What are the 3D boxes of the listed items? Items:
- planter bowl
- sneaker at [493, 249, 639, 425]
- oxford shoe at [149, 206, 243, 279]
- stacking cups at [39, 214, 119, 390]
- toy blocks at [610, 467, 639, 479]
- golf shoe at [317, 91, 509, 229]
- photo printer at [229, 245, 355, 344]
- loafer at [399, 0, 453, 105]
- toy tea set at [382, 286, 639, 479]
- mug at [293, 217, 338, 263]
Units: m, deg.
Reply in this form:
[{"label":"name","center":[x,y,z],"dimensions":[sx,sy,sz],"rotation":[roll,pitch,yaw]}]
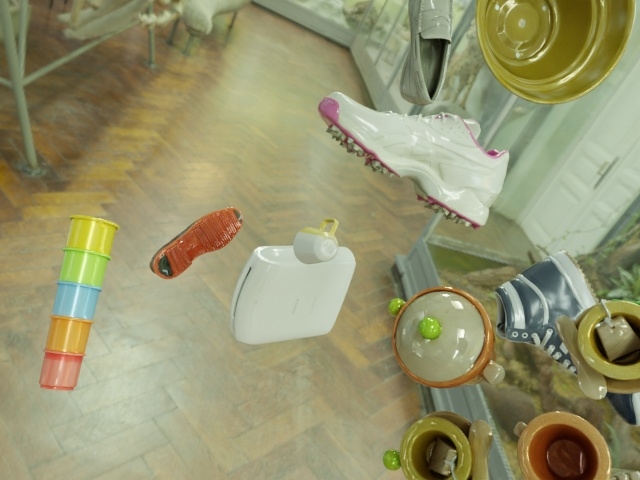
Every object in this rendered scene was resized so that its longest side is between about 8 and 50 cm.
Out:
[{"label":"planter bowl","center":[0.281,-0.287,0.703],"dimensions":[0.217,0.217,0.090],"rotation":[20,9,-15]},{"label":"sneaker","center":[0.378,0.172,0.849],"dimensions":[0.099,0.153,0.282],"rotation":[50,15,-77]},{"label":"oxford shoe","center":[-0.322,-0.005,1.393],"dimensions":[0.271,0.097,0.098],"rotation":[-35,23,-27]},{"label":"stacking cups","center":[-0.457,0.116,1.021],"dimensions":[0.095,0.317,0.096],"rotation":[8,-10,1]},{"label":"toy blocks","center":[0.440,0.473,0.734],"dimensions":[0.190,0.261,0.382],"rotation":[-15,69,2]},{"label":"golf shoe","center":[0.140,-0.140,0.784],"dimensions":[0.306,0.140,0.115],"rotation":[30,7,-20]},{"label":"photo printer","center":[-0.078,0.133,1.371],"dimensions":[0.307,0.256,0.107],"rotation":[0,29,-39]},{"label":"loafer","center":[0.256,-0.468,1.228],"dimensions":[0.111,0.320,0.111],"rotation":[-5,21,-24]},{"label":"toy tea set","center":[0.201,0.131,0.463],"dimensions":[0.124,0.335,0.200],"rotation":[37,50,-54]},{"label":"mug","center":[-0.003,0.002,0.892],"dimensions":[0.062,0.078,0.064],"rotation":[0,2,-33]}]
